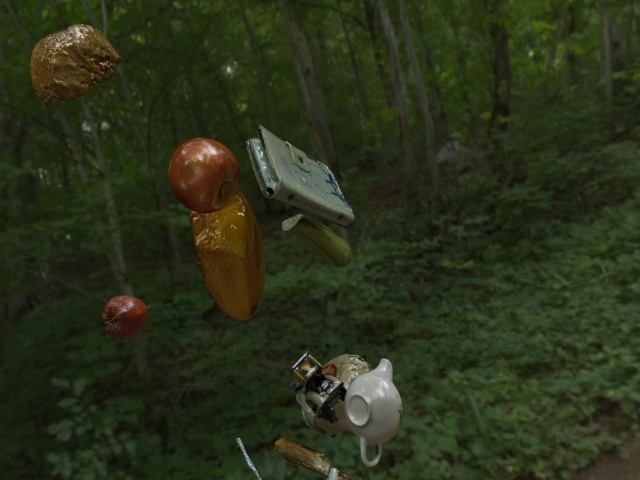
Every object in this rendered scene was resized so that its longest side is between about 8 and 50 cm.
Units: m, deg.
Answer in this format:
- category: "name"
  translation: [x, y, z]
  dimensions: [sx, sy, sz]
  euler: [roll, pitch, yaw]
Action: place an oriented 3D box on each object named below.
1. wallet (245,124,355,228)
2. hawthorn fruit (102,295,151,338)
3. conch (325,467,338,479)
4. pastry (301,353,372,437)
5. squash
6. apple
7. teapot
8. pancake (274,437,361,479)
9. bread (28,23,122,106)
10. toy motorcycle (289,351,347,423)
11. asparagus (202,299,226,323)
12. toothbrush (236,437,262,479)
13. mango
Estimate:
- category: "wallet"
  translation: [-0.048, -0.157, 1.464]
  dimensions: [0.077, 0.223, 0.309]
  euler: [-40, -34, 23]
- category: "hawthorn fruit"
  translation: [-0.542, 0.218, 1.582]
  dimensions: [0.125, 0.125, 0.140]
  euler: [-19, -33, 28]
- category: "conch"
  translation: [0.031, 0.501, 0.995]
  dimensions: [0.065, 0.180, 0.088]
  euler: [11, -44, -28]
- category: "pastry"
  translation: [0.054, 0.472, 1.737]
  dimensions: [0.133, 0.265, 0.264]
  euler: [44, -40, -14]
- category: "squash"
  translation: [0.000, 0.000, 1.603]
  dimensions: [0.083, 0.083, 0.250]
  euler: [-22, -44, 36]
- category: "apple"
  translation: [-0.250, -0.139, 1.202]
  dimensions: [0.139, 0.163, 0.163]
  euler: [31, -8, 18]
- category: "teapot"
  translation: [0.108, 0.370, 1.208]
  dimensions: [0.092, 0.226, 0.145]
  euler: [8, -3, -41]
- category: "pancake"
  translation: [0.001, 0.595, 1.510]
  dimensions: [0.244, 0.057, 0.266]
  euler: [25, -17, -9]
- category: "bread"
  translation: [-0.603, -0.435, 1.359]
  dimensions: [0.143, 0.229, 0.140]
  euler: [-3, -50, 23]
- category: "toy motorcycle"
  translation: [-0.007, 0.382, 1.413]
  dimensions: [0.091, 0.157, 0.263]
  euler: [-42, -18, -23]
- category: "asparagus"
  translation: [-0.268, 0.183, 1.676]
  dimensions: [0.277, 0.067, 0.060]
  euler: [-32, 1, 45]
- category: "toothbrush"
  translation: [-0.205, 0.642, 1.635]
  dimensions: [0.014, 0.162, 0.017]
  euler: [2, -49, -44]
- category: "mango"
  translation: [-0.225, 0.034, 1.435]
  dimensions: [0.201, 0.350, 0.199]
  euler: [-6, 14, 47]
